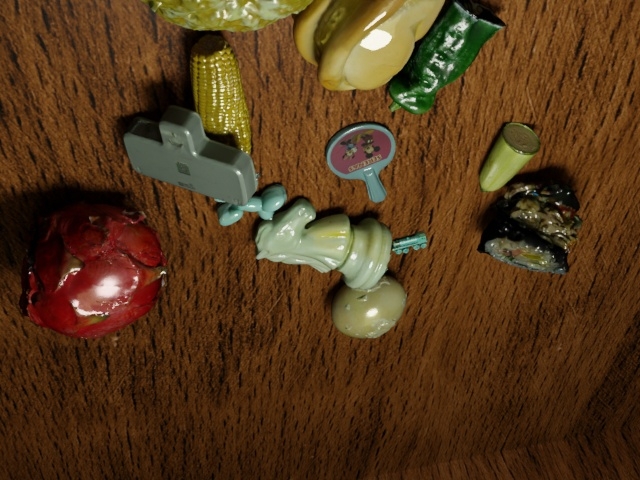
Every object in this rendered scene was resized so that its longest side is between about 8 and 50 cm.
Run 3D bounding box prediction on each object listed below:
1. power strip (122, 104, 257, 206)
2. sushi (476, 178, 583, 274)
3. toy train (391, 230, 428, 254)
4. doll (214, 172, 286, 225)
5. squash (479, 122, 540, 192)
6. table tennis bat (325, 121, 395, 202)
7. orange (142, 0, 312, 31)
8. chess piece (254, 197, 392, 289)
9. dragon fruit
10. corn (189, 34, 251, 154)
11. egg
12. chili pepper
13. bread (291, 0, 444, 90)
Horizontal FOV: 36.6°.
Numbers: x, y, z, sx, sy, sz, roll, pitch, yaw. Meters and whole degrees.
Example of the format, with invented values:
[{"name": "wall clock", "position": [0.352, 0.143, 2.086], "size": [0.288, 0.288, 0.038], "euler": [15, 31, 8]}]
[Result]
[{"name": "power strip", "position": [-0.251, -0.171, 1.829], "size": [0.264, 0.059, 0.194], "euler": [19, 148, 17]}, {"name": "sushi", "position": [0.509, -0.043, 2.312], "size": [0.225, 0.219, 0.238], "euler": [17, 177, 13]}, {"name": "toy train", "position": [0.221, 0.006, 2.394], "size": [0.092, 0.029, 0.045], "euler": [-14, 137, -1]}, {"name": "doll", "position": [-0.153, -0.087, 2.097], "size": [0.158, 0.059, 0.159], "euler": [-16, 143, 1]}, {"name": "squash", "position": [0.411, -0.169, 2.194], "size": [0.094, 0.094, 0.224], "euler": [-2, 150, -18]}, {"name": "table tennis bat", "position": [0.098, -0.168, 2.108], "size": [0.152, 0.040, 0.244], "euler": [-20, 140, 5]}, {"name": "orange", "position": [-0.152, -0.427, 1.458], "size": [0.368, 0.271, 0.210], "euler": [-3, 149, -22]}, {"name": "chess piece", "position": [0.000, 0.000, 2.222], "size": [0.298, 0.176, 0.176], "euler": [15, 136, -18]}, {"name": "dragon fruit", "position": [-0.475, 0.056, 1.988], "size": [0.301, 0.296, 0.296], "euler": [-14, 148, -29]}, {"name": "corn", "position": [-0.188, -0.256, 1.823], "size": [0.106, 0.106, 0.305], "euler": [-11, 141, -7]}, {"name": "egg", "position": [0.122, 0.165, 2.464], "size": [0.201, 0.164, 0.164], "euler": [-27, 143, 9]}, {"name": "chili pepper", "position": [0.222, -0.343, 1.864], "size": [0.136, 0.099, 0.270], "euler": [-11, 147, -52]}, {"name": "bread", "position": [0.066, -0.397, 1.597], "size": [0.211, 0.270, 0.316], "euler": [20, 140, -22]}]
